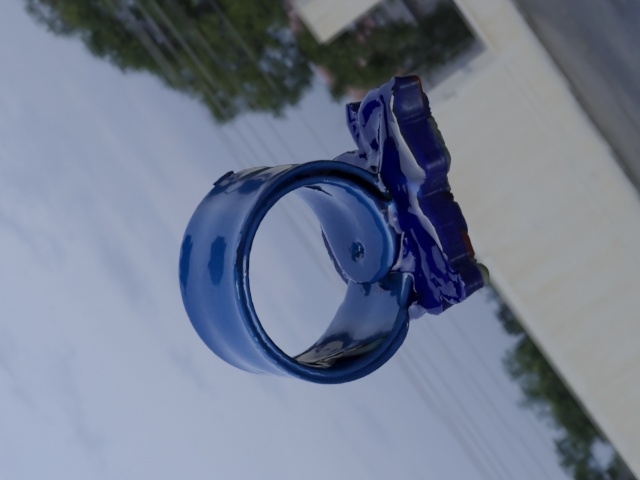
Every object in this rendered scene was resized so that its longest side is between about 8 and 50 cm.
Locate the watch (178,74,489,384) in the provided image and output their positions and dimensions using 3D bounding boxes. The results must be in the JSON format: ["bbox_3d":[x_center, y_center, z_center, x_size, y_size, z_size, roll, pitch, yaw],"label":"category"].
[{"bbox_3d":[0.000,0.007,1.052,0.171,0.200,0.196,-17,96,61],"label":"watch"}]
